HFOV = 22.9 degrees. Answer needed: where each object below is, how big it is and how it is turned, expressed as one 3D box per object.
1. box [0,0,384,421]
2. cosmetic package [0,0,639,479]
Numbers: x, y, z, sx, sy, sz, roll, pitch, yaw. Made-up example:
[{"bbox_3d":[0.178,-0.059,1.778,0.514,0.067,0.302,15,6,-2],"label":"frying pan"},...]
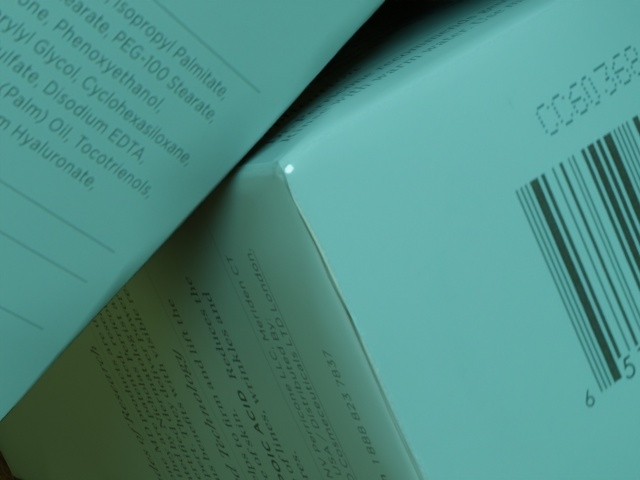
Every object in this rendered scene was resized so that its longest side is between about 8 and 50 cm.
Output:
[{"bbox_3d":[-0.094,-0.134,0.398,0.215,0.345,0.168,46,-175,38],"label":"box"},{"bbox_3d":[0.000,0.000,0.608,0.385,0.217,0.156,-2,116,62],"label":"cosmetic package"}]
